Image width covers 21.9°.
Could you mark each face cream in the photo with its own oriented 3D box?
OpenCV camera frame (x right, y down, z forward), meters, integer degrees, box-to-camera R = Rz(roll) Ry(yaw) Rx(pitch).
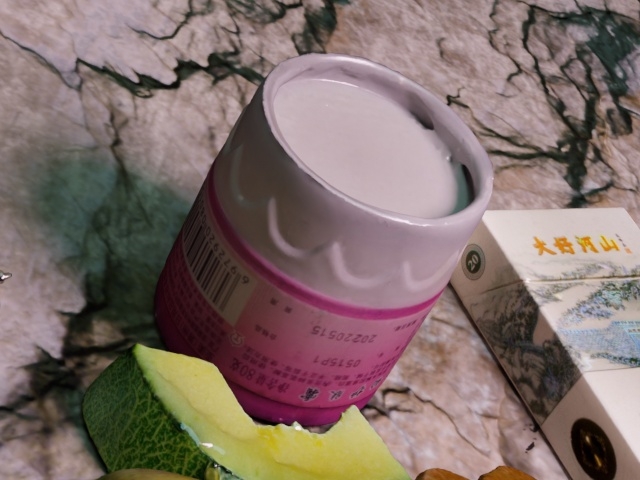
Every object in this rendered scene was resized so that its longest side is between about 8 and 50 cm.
[{"bbox_3d":[0.000,0.000,1.098,0.175,0.195,0.175,18,40,-16],"label":"face cream"}]

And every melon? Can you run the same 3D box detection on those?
[{"bbox_3d":[-0.039,0.138,1.030,0.209,0.064,0.118,16,34,-24],"label":"melon"}]

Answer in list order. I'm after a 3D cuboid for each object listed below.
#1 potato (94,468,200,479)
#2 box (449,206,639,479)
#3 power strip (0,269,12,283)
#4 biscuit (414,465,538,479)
[{"bbox_3d":[-0.019,0.202,0.852,0.271,0.111,0.160,17,66,1],"label":"potato"},{"bbox_3d":[0.224,0.088,1.259,0.164,0.069,0.256,-2,48,-36],"label":"box"},{"bbox_3d":[-0.271,0.024,1.022,0.169,0.028,0.076,1,46,-31],"label":"power strip"},{"bbox_3d":[0.172,0.226,1.050,0.290,0.041,0.208,27,18,-25],"label":"biscuit"}]
